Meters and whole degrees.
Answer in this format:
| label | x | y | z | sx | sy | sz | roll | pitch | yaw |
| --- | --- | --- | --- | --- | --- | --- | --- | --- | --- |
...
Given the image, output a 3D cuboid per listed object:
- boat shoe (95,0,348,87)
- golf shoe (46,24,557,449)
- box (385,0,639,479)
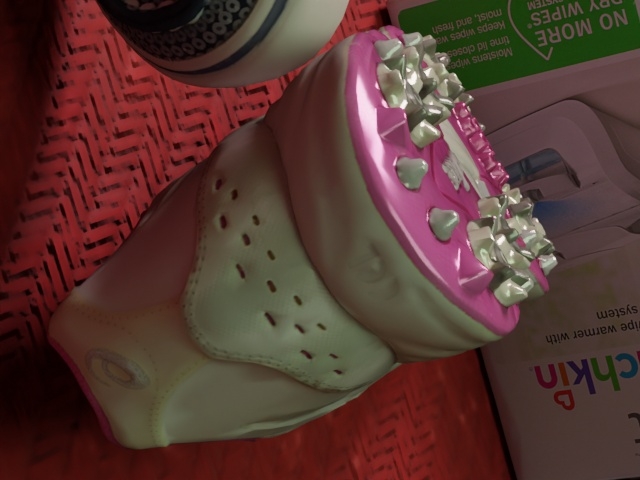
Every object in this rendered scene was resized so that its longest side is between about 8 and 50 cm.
| label | x | y | z | sx | sy | sz | roll | pitch | yaw |
| --- | --- | --- | --- | --- | --- | --- | --- | --- | --- |
| boat shoe | -0.102 | -0.205 | 0.526 | 0.158 | 0.127 | 0.340 | -10 | 80 | -51 |
| golf shoe | 0.000 | 0.000 | 0.624 | 0.115 | 0.140 | 0.306 | 60 | 10 | 5 |
| box | 0.171 | -0.036 | 0.867 | 0.262 | 0.127 | 0.231 | -28 | 104 | -57 |
